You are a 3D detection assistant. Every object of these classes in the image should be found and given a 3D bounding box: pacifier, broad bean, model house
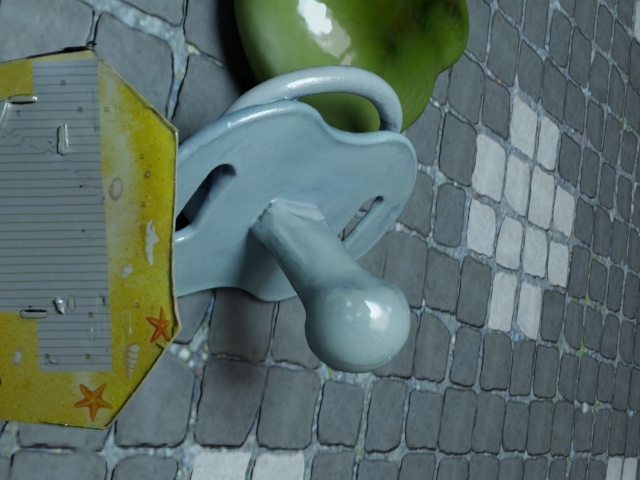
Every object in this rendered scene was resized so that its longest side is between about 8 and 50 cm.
[{"bbox_3d":[0.000,0.000,0.668,0.287,0.238,0.225,9,40,-54],"label":"pacifier"},{"bbox_3d":[0.037,-0.205,0.791,0.291,0.119,0.237,-14,103,-49],"label":"broad bean"},{"bbox_3d":[-0.175,-0.003,0.535,0.136,0.208,0.219,-69,156,-83],"label":"model house"}]
